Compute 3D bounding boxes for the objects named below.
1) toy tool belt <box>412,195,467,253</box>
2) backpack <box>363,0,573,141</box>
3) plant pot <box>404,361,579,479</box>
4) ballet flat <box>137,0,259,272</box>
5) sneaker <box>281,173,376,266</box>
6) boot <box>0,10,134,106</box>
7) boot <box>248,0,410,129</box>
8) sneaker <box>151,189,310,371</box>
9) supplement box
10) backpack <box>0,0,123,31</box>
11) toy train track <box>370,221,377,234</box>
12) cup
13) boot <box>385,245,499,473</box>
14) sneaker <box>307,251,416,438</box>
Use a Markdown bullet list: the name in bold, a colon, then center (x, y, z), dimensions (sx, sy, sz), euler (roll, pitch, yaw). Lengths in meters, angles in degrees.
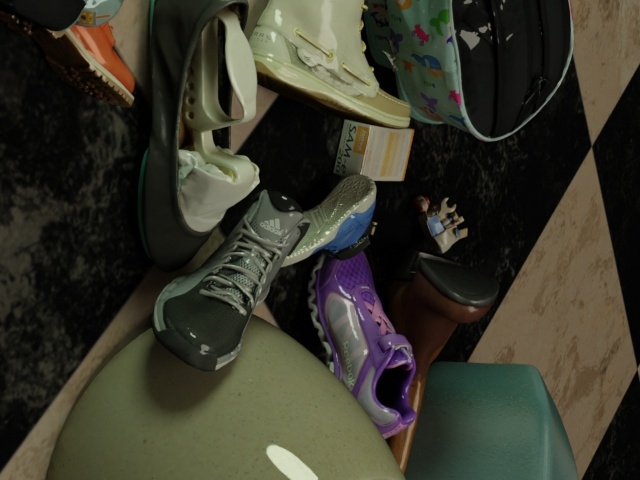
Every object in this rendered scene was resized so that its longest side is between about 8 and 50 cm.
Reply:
- **toy tool belt**: center (0.149, -0.028, 1.538), dimensions (0.051, 0.052, 0.083), euler (-32, 116, -14)
- **backpack**: center (0.161, -0.241, 1.323), dimensions (0.225, 0.191, 0.254), euler (-40, 128, -31)
- **plant pot**: center (0.211, 0.299, 1.633), dimensions (0.247, 0.247, 0.252), euler (55, 41, -52)
- **ballet flat**: center (-0.104, -0.092, 1.081), dimensions (0.095, 0.096, 0.281), euler (-27, 127, -50)
- **sneaker**: center (0.001, 0.000, 1.321), dimensions (0.152, 0.058, 0.085), euler (-39, 147, -28)
- **boot**: center (-0.180, -0.169, 0.967), dimensions (0.085, 0.059, 0.158), euler (-65, 146, -21)
- **boot**: center (0.028, -0.206, 1.223), dimensions (0.213, 0.077, 0.165), euler (18, 87, -41)
- **sneaker**: center (-0.072, 0.018, 1.118), dimensions (0.132, 0.086, 0.229), euler (-56, -177, 23)
- **supplement box**: center (0.060, -0.099, 1.384), dimensions (0.098, 0.036, 0.062), euler (-2, 107, -57)
- **backpack**: center (-0.186, -0.242, 0.818), dimensions (0.144, 0.165, 0.188), euler (24, 89, -60)
- **toy train track**: center (0.044, -0.017, 1.421), dimensions (0.083, 0.014, 0.048), euler (18, 90, -58)
- **cup**: center (-0.051, 0.254, 1.147), dimensions (0.331, 0.237, 0.331), euler (-18, 117, -40)
- **boot**: center (0.101, 0.157, 1.432), dimensions (0.096, 0.264, 0.281), euler (16, 93, -17)
- **sneaker**: center (0.054, 0.113, 1.354), dimensions (0.095, 0.104, 0.236), euler (10, 68, -44)
